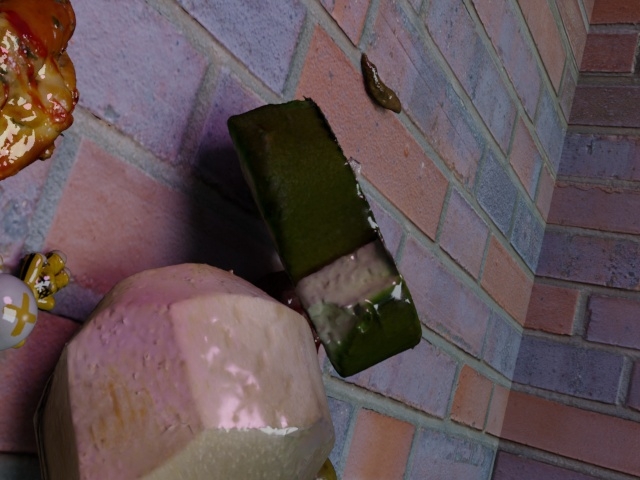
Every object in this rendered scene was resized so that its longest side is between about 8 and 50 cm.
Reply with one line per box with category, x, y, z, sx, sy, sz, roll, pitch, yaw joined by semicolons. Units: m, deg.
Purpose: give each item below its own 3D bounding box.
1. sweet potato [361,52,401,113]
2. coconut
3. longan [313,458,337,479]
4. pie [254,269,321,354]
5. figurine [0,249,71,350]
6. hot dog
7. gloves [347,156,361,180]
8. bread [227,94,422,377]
sweet potato;0.111;-0.281;1.413;0.153;0.038;0.041;47;35;-43
coconut;-0.145;0.220;0.856;0.352;0.352;0.353;-22;116;-56
longan;-0.042;0.400;1.201;0.145;0.176;0.155;10;78;-24
pie;-0.063;0.155;1.218;0.204;0.054;0.219;29;70;-58
figurine;-0.306;0.062;0.775;0.143;0.068;0.101;-4;96;-72
hot dog;-0.302;-0.133;0.640;0.257;0.153;0.150;-61;143;-31
gloves;0.054;-0.118;1.353;0.044;0.037;0.081;27;89;-21
bread;0.000;0.000;0.999;0.129;0.382;0.366;-24;125;-4
